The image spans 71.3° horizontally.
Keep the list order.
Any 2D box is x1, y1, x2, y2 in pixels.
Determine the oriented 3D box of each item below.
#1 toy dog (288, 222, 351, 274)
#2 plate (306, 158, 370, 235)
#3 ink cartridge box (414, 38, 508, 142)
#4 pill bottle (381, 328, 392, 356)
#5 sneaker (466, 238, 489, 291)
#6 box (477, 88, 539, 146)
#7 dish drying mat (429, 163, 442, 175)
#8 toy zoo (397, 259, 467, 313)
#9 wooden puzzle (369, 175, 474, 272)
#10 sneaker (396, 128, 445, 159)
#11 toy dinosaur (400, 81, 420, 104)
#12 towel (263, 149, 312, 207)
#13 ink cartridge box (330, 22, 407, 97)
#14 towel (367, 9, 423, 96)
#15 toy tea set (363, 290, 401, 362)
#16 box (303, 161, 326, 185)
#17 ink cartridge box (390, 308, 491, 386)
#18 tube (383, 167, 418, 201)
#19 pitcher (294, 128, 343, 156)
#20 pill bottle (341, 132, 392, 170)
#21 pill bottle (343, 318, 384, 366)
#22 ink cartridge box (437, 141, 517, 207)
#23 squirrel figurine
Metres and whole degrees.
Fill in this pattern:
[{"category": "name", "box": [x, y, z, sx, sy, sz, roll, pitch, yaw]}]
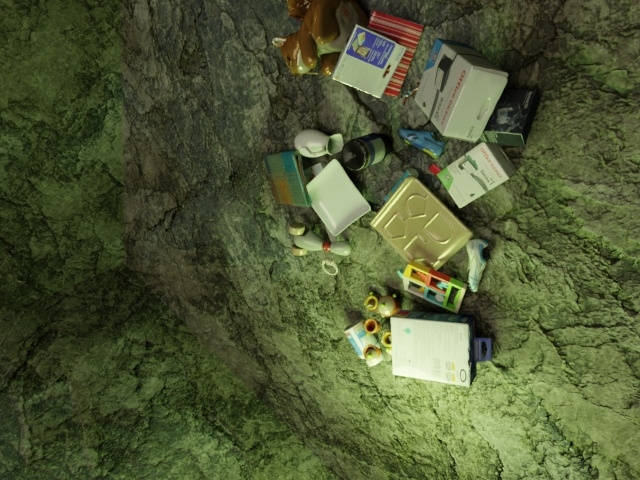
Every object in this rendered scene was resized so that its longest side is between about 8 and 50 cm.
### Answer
[{"category": "toy dog", "box": [0.000, 0.000, 2.222, 0.333, 0.161, 0.220, 29, 126, 10]}, {"category": "plate", "box": [0.074, -0.196, 2.054, 0.277, 0.045, 0.278, 54, 133, 2]}, {"category": "ink cartridge box", "box": [0.441, -0.494, 1.450, 0.307, 0.128, 0.223, -103, 24, -51]}, {"category": "pill bottle", "box": [0.394, 0.523, 2.118, 0.215, 0.117, 0.117, 41, 132, 19]}, {"category": "sneaker", "box": [0.615, 0.103, 1.746, 0.086, 0.085, 0.237, -1, 119, 14]}, {"category": "box", "box": [0.601, -0.401, 1.447, 0.158, 0.093, 0.156, 16, 83, 35]}, {"category": "dish drying mat", "box": [0.464, -0.264, 1.746, 0.083, 0.008, 0.032, 44, 134, 16]}, {"category": "toy zoo", "box": [0.460, 0.188, 1.886, 0.293, 0.030, 0.192, 25, 146, 22]}, {"category": "wooden puzzle", "box": [0.416, -0.057, 1.849, 0.348, 0.080, 0.322, 45, 134, 10]}, {"category": "sneaker", "box": [0.388, -0.392, 1.723, 0.209, 0.069, 0.082, 40, 99, 31]}, {"category": "toy dinosaur", "box": [0.345, -0.568, 1.697, 0.082, 0.047, 0.090, -2, 143, 33]}, {"category": "towel", "box": [-0.166, -0.302, 2.193, 0.370, 0.040, 0.272, 13, 120, 61]}, {"category": "ink cartridge box", "box": [0.173, -0.649, 1.622, 0.208, 0.045, 0.206, 16, 128, -19]}, {"category": "towel", "box": [0.240, -0.681, 1.649, 0.198, 0.031, 0.275, 12, 128, -10]}, {"category": "toy tea set", "box": [0.269, 0.400, 2.075, 0.200, 0.124, 0.336, -7, 73, 37]}, {"category": "box", "box": [-0.027, -0.283, 2.154, 0.186, 0.038, 0.145, -16, 101, 44]}, {"category": "ink cartridge box", "box": [0.510, 0.450, 1.891, 0.395, 0.151, 0.270, 1, 98, 31]}, {"category": "tube", "box": [0.337, -0.214, 1.862, 0.080, 0.052, 0.207, 51, 141, 19]}, {"category": "pitcher", "box": [-0.029, -0.423, 1.987, 0.207, 0.177, 0.126, 14, 126, 36]}, {"category": "pill bottle", "box": [0.193, -0.362, 1.789, 0.122, 0.219, 0.123, 19, 122, 34]}, {"category": "pill bottle", "box": [0.224, 0.520, 2.264, 0.124, 0.124, 0.222, -34, 86, 45]}, {"category": "ink cartridge box", "box": [0.561, -0.244, 1.609, 0.219, 0.092, 0.160, -38, 84, 46]}, {"category": "squirrel figurine", "box": [-0.018, -0.848, 1.756, 0.370, 0.281, 0.397, -2, 95, 53]}]
